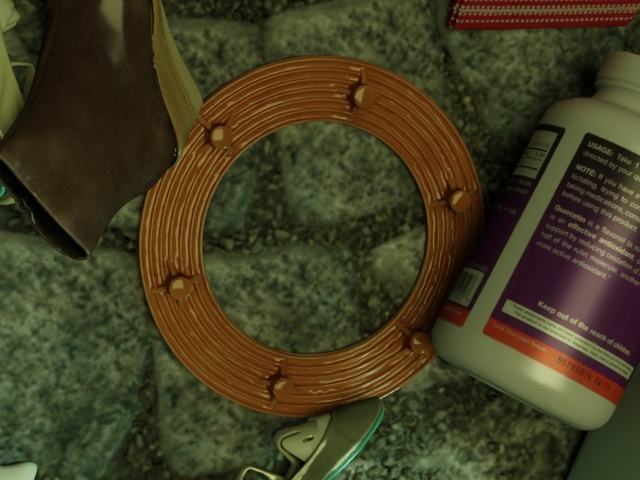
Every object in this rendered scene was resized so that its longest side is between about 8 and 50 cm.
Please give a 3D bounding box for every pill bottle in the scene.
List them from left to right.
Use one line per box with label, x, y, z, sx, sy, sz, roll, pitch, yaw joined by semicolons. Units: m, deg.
pill bottle;0.246;-0.002;1.566;0.181;0.181;0.323;29;87;-21

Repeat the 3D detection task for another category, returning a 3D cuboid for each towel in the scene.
towel;0.235;-0.289;1.509;0.199;0.031;0.275;-3;144;-18

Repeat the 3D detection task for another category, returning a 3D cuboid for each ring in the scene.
ring;0.000;0.000;1.566;0.337;0.032;0.336;-3;101;-18

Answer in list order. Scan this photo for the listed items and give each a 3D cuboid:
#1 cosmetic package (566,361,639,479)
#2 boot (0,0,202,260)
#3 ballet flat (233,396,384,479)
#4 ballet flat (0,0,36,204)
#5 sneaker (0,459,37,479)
cosmetic package;0.469;0.214;1.575;0.327;0.329;0.393;18;102;-20
boot;-0.205;-0.134;1.401;0.248;0.090;0.207;57;47;-25
ballet flat;-0.031;0.213;1.567;0.068;0.072;0.213;41;88;-15
ballet flat;-0.281;-0.154;1.429;0.086;0.086;0.248;-19;106;-15
sneaker;-0.385;0.149;1.429;0.330;0.122;0.146;38;68;-19
